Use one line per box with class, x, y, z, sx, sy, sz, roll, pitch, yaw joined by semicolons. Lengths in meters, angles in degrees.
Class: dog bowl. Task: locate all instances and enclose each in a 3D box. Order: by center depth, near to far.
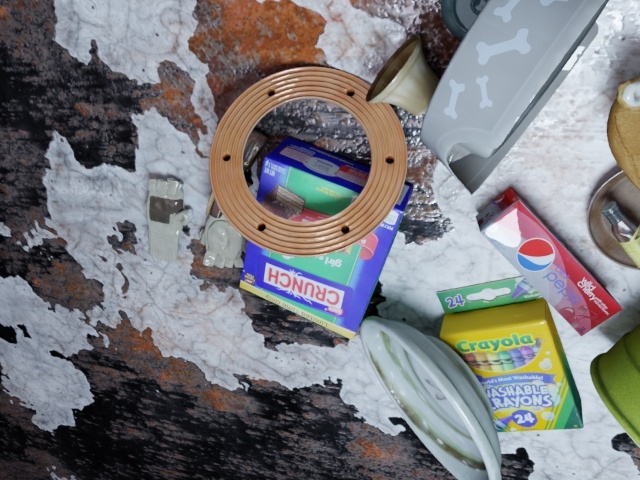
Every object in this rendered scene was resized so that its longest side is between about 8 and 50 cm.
dog bowl;0.256;-0.227;0.675;0.102;0.349;0.349;38;127;13

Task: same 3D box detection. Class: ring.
ring;-0.023;-0.135;0.905;0.337;0.032;0.336;-1;79;4

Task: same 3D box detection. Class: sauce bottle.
sauce bottle;0.490;-0.006;0.840;0.128;0.042;0.042;46;125;-11

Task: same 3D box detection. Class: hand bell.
hand bell;0.206;-0.205;0.862;0.242;0.126;0.126;34;127;-16

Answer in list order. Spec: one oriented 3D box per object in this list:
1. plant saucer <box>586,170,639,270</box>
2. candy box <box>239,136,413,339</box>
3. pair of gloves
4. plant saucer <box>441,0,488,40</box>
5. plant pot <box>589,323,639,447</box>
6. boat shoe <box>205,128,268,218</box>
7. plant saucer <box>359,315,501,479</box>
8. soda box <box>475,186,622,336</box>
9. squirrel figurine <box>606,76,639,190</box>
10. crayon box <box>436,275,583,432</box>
plant saucer;0.533;-0.043;0.849;0.199;0.036;0.198;10;122;16
candy box;0.000;0.000;1.041;0.268;0.122;0.317;23;126;9
pair of gloves;-0.280;-0.037;1.184;0.240;0.042;0.204;10;118;10
plant saucer;0.238;-0.351;0.791;0.119;0.021;0.119;10;122;17
plant pot;0.664;0.170;0.761;0.366;0.366;0.353;29;115;4
boat shoe;-0.167;-0.126;1.052;0.073;0.073;0.207;23;118;-9
plant saucer;0.233;0.303;1.063;0.400;0.100;0.400;51;164;22
soda box;0.387;0.036;0.914;0.263;0.092;0.083;44;111;-8
squirrel figurine;0.556;-0.213;0.637;0.370;0.281;0.397;4;107;32
crayon box;0.372;0.237;1.057;0.203;0.083;0.323;-15;112;29
